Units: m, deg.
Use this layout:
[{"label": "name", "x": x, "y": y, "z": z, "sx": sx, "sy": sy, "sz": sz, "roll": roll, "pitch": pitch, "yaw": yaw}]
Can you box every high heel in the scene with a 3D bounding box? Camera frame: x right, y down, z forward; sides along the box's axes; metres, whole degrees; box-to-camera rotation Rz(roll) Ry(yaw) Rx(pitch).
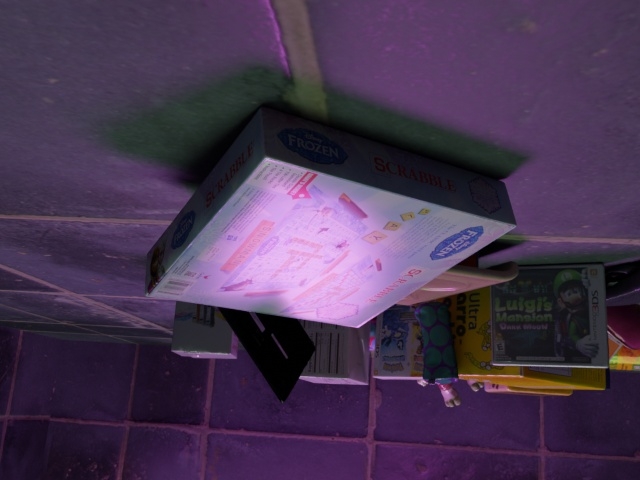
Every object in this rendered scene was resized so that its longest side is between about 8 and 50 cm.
[{"label": "high heel", "x": 0.691, "y": 0.143, "z": 1.360, "sx": 0.377, "sy": 0.127, "sz": 0.181, "roll": 26, "pitch": 118, "yaw": -23}]

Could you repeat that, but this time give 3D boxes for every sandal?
[{"label": "sandal", "x": 0.538, "y": 0.061, "z": 1.142, "sx": 0.097, "sy": 0.054, "sz": 0.254, "roll": 1, "pitch": 158, "yaw": -20}]

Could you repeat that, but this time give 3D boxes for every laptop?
[{"label": "laptop", "x": -0.127, "y": 0.115, "z": 1.071, "sx": 0.137, "sy": 0.234, "sz": 0.264, "roll": -30, "pitch": -172, "yaw": 22}]

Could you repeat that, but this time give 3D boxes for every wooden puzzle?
[{"label": "wooden puzzle", "x": 0.097, "y": 0.047, "z": 1.145, "sx": 0.348, "sy": 0.080, "sz": 0.322, "roll": 4, "pitch": 167, "yaw": -20}]

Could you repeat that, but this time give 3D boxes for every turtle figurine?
[{"label": "turtle figurine", "x": 0.378, "y": 0.365, "z": 1.956, "sx": 0.275, "sy": 0.197, "sz": 0.266, "roll": 0, "pitch": 134, "yaw": 46}]

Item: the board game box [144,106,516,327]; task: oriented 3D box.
[{"label": "board game box", "x": 0.000, "y": 0.000, "z": 0.806, "sx": 0.318, "sy": 0.065, "sz": 0.319, "roll": 13, "pitch": 146, "yaw": -30}]

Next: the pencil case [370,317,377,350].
[{"label": "pencil case", "x": 0.104, "y": 0.277, "z": 2.005, "sx": 0.236, "sy": 0.104, "sz": 0.104, "roll": -10, "pitch": 160, "yaw": 42}]

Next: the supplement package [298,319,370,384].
[{"label": "supplement package", "x": 0.024, "y": 0.227, "z": 1.603, "sx": 0.145, "sy": 0.203, "sz": 0.262, "roll": -1, "pitch": 165, "yaw": 13}]

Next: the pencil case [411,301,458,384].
[{"label": "pencil case", "x": 0.215, "y": 0.193, "z": 1.283, "sx": 0.070, "sy": 0.151, "sz": 0.064, "roll": -11, "pitch": 165, "yaw": 24}]

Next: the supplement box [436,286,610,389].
[{"label": "supplement box", "x": 0.415, "y": 0.195, "z": 1.393, "sx": 0.357, "sy": 0.194, "sz": 0.195, "roll": 17, "pitch": 161, "yaw": -41}]

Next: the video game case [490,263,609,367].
[{"label": "video game case", "x": 0.388, "y": 0.129, "z": 1.174, "sx": 0.191, "sy": 0.173, "sz": 0.022, "roll": -4, "pitch": 170, "yaw": 27}]

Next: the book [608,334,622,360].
[{"label": "book", "x": 0.601, "y": 0.221, "z": 1.503, "sx": 0.096, "sy": 0.144, "sz": 0.035, "roll": 35, "pitch": -162, "yaw": 12}]

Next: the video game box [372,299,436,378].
[{"label": "video game box", "x": 0.216, "y": 0.235, "z": 1.621, "sx": 0.048, "sy": 0.186, "sz": 0.205, "roll": 16, "pitch": 161, "yaw": -41}]

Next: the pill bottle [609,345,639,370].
[{"label": "pill bottle", "x": 0.630, "y": 0.229, "z": 1.586, "sx": 0.246, "sy": 0.136, "sz": 0.136, "roll": -1, "pitch": 165, "yaw": 18}]

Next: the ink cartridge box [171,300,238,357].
[{"label": "ink cartridge box", "x": -0.238, "y": 0.161, "z": 1.464, "sx": 0.128, "sy": 0.176, "sz": 0.128, "roll": 4, "pitch": 166, "yaw": 1}]

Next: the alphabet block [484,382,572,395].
[{"label": "alphabet block", "x": 0.596, "y": 0.351, "z": 1.983, "sx": 0.194, "sy": 0.192, "sz": 0.197, "roll": 3, "pitch": 165, "yaw": -5}]
